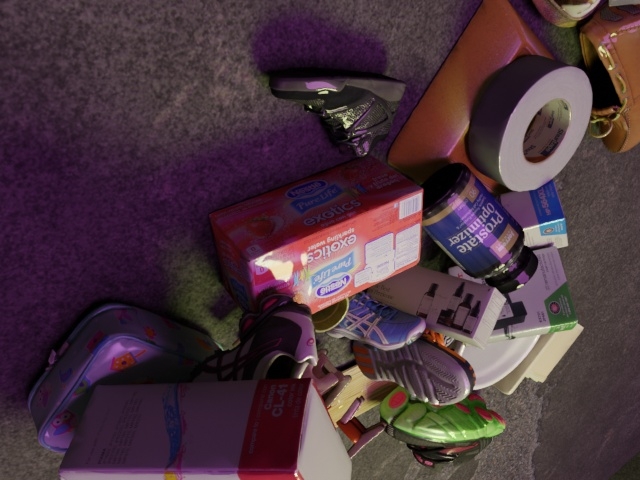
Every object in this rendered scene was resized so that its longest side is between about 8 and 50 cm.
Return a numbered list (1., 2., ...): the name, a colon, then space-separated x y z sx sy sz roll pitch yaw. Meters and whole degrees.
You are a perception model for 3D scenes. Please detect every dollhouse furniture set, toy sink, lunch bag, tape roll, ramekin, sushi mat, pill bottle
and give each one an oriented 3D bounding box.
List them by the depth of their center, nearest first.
1. lunch bag: -0.279 0.225 0.914 0.224 0.108 0.279 -51 135 6
2. pill bottle: 0.259 -0.015 1.015 0.219 0.123 0.123 43 88 -16
3. tape roll: 0.355 -0.195 1.026 0.219 0.072 0.219 -19 127 -27
4. dollhouse furniture set: -0.026 0.260 1.045 0.135 0.262 0.259 -44 167 -2
5. sushi mat: 0.099 0.314 1.317 0.317 0.019 0.151 -20 128 -28
6. ramekin: 0.361 0.180 1.352 0.277 0.135 0.277 -20 129 -27
7. toy sink: 0.497 0.253 1.493 0.131 0.153 0.234 27 99 -45

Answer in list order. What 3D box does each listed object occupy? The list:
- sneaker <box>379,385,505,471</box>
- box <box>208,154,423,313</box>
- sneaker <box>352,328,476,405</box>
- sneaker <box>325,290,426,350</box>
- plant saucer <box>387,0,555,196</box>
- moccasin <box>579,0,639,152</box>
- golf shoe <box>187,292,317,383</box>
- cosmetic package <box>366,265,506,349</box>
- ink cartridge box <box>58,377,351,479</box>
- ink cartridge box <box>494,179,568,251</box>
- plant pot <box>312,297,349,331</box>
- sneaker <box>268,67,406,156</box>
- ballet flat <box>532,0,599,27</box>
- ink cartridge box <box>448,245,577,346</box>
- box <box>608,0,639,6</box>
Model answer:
1. sneaker: 0.286 0.461 1.438 0.483 0.185 0.202 27 101 -48
2. box: 0.000 0.000 0.948 0.300 0.142 0.154 -24 130 -23
3. sneaker: 0.210 0.202 1.149 0.180 0.321 0.124 -19 101 -27
4. sneaker: 0.083 0.136 1.070 0.080 0.211 0.081 -44 126 -45
5. plant saucer: 0.322 -0.212 1.098 0.333 0.081 0.332 23 103 -45
6. moccasin: 0.560 -0.290 1.177 0.147 0.139 0.380 -32 149 7
7. golf shoe: -0.104 0.198 0.843 0.105 0.120 0.272 21 116 -34
8. cosmetic package: 0.197 0.105 1.089 0.060 0.239 0.098 41 72 -44
9. ink cartridge box: -0.133 0.291 0.787 0.307 0.131 0.226 -4 134 16
10. ink cartridge box: 0.351 -0.023 1.152 0.203 0.085 0.148 -15 156 18
11. plant pot: -0.006 0.103 1.058 0.083 0.079 0.083 -18 128 -25
12. sneaker: 0.023 -0.182 0.883 0.228 0.087 0.130 -6 115 -41
13. ballet flat: 0.390 -0.431 0.976 0.349 0.123 0.123 17 107 -43
14. ink cartridge box: 0.359 0.110 1.163 0.209 0.152 0.087 -13 161 10
15. box: 0.499 -0.530 0.975 0.183 0.056 0.231 -64 143 -32
